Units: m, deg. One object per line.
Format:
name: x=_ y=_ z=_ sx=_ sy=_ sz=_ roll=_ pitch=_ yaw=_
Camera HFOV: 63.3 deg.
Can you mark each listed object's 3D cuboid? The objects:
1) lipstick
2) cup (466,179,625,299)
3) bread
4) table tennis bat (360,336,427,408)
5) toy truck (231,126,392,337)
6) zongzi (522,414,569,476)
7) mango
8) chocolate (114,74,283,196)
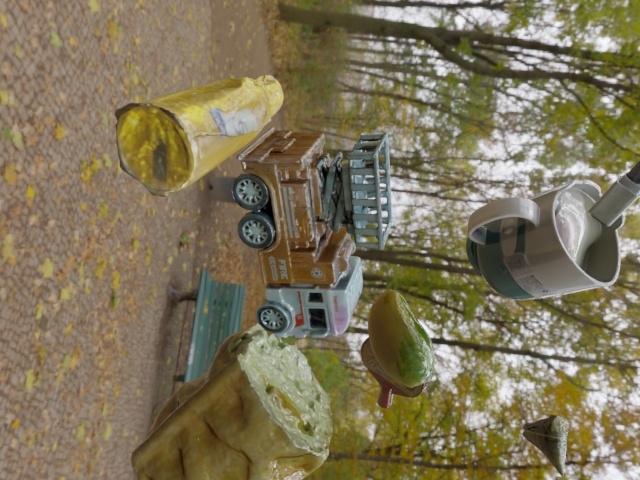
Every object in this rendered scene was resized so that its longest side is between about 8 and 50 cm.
lipstick: x=0.301 y=-0.061 z=0.490 sx=0.025 sy=0.025 sz=0.107 roll=-28 pitch=154 yaw=-45
cup: x=0.449 y=0.000 z=1.095 sx=0.257 sy=0.289 sz=0.219 roll=-27 pitch=-136 yaw=54
bread: x=-0.120 y=0.271 z=0.732 sx=0.238 sy=0.252 sz=0.196 roll=58 pitch=17 yaw=20
table tennis bat: x=0.194 y=0.366 z=1.422 sx=0.038 sy=0.200 sz=0.310 roll=-40 pitch=148 yaw=-36
toy truck: x=0.000 y=0.000 z=0.439 sx=0.080 sy=0.115 sz=0.178 roll=-61 pitch=150 yaw=-57
zongzi: x=0.434 y=0.404 z=1.005 sx=0.104 sy=0.052 sz=0.113 roll=118 pitch=-11 yaw=-56
mango: x=0.157 y=0.200 z=1.043 sx=0.122 sy=0.085 sz=0.191 roll=-50 pitch=-124 yaw=41
chocolate: x=-0.194 y=-0.247 z=1.005 sx=0.445 sy=0.162 sz=0.162 roll=-52 pitch=153 yaw=-54
